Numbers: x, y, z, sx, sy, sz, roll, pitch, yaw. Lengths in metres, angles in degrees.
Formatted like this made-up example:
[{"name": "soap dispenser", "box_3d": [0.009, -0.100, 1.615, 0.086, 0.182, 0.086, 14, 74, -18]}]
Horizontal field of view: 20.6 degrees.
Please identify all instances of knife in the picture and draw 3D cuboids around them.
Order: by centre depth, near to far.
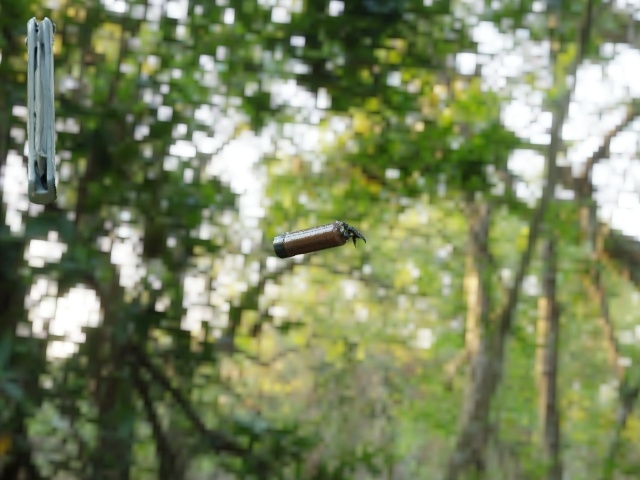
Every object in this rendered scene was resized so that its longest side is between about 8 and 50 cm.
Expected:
[{"name": "knife", "box_3d": [-0.208, -0.099, 1.308, 0.023, 0.162, 0.044, -4, -30, -4]}]

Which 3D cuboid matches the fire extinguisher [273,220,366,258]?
[{"name": "fire extinguisher", "box_3d": [0.000, 0.000, 1.500, 0.083, 0.022, 0.028, -12, -57, 34]}]
